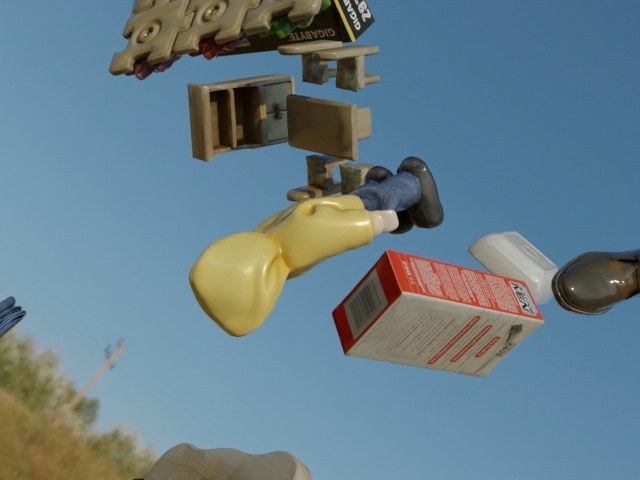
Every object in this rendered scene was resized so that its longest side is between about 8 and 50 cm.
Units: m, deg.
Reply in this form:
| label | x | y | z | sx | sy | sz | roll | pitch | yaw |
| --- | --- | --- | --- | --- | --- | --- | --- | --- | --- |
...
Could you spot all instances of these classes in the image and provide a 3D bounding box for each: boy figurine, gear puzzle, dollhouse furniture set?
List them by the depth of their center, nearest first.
| label | x | y | z | sx | sy | sz | roll | pitch | yaw |
| --- | --- | --- | --- | --- | --- | --- | --- | --- | --- |
| gear puzzle | -0.039 | -0.241 | 0.949 | 0.339 | 0.175 | 0.044 | -10 | -39 | 31 |
| boy figurine | 0.000 | 0.000 | 1.006 | 0.177 | 0.285 | 0.092 | -12 | -76 | 49 |
| dollhouse furniture set | -0.049 | -0.161 | 1.409 | 0.242 | 0.161 | 0.212 | 18 | -63 | 48 |

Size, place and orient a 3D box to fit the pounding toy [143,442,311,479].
| label | x | y | z | sx | sy | sz | roll | pitch | yaw |
| --- | --- | --- | --- | --- | --- | --- | --- | --- | --- |
| pounding toy | -0.023 | 0.228 | 0.611 | 0.155 | 0.154 | 0.269 | 42 | -29 | -25 |

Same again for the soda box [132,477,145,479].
| label | x | y | z | sx | sy | sz | roll | pitch | yaw |
| --- | --- | --- | --- | --- | --- | --- | --- | --- | --- |
| soda box | -0.133 | 0.300 | 1.136 | 0.169 | 0.053 | 0.060 | 8 | 26 | -36 |

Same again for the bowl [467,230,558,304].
| label | x | y | z | sx | sy | sz | roll | pitch | yaw |
| --- | --- | --- | --- | --- | --- | --- | --- | --- | --- |
| bowl | 0.311 | 0.035 | 1.596 | 0.142 | 0.053 | 0.142 | 44 | 19 | 19 |

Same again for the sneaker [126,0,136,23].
| label | x | y | z | sx | sy | sz | roll | pitch | yaw |
| --- | --- | --- | --- | --- | --- | --- | --- | --- | --- |
| sneaker | -0.292 | -0.395 | 1.824 | 0.087 | 0.092 | 0.229 | 10 | 23 | -29 |

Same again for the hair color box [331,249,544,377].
| label | x | y | z | sx | sy | sz | roll | pitch | yaw |
| --- | --- | --- | --- | --- | --- | --- | --- | --- | --- |
| hair color box | 0.106 | 0.069 | 0.919 | 0.167 | 0.053 | 0.093 | 14 | -49 | -32 |

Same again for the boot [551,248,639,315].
| label | x | y | z | sx | sy | sz | roll | pitch | yaw |
| --- | --- | --- | --- | --- | --- | --- | --- | --- | --- |
| boot | 0.385 | 0.034 | 1.262 | 0.106 | 0.219 | 0.082 | -36 | -110 | 50 |

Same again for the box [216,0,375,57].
| label | x | y | z | sx | sy | sz | roll | pitch | yaw |
| --- | --- | --- | --- | --- | --- | --- | --- | --- | --- |
| box | -0.098 | -0.431 | 1.645 | 0.322 | 0.079 | 0.257 | 4 | -49 | 42 |

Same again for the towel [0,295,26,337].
| label | x | y | z | sx | sy | sz | roll | pitch | yaw |
| --- | --- | --- | --- | --- | --- | --- | --- | --- | --- |
| towel | -0.365 | 0.105 | 1.078 | 0.067 | 0.119 | 0.029 | -40 | -87 | 29 |
